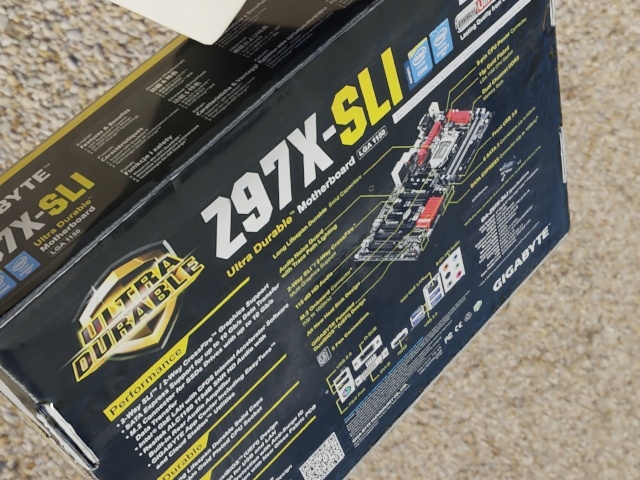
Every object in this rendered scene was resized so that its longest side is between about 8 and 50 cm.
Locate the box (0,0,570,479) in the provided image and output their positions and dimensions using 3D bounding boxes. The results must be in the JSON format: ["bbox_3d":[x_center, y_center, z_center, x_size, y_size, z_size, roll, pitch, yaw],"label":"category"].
[{"bbox_3d":[0.000,0.000,0.472,0.322,0.079,0.257,-44,139,-20],"label":"box"}]

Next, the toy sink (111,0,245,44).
[{"bbox_3d":[-0.050,-0.212,0.298,0.152,0.131,0.234,17,123,-39],"label":"toy sink"}]
